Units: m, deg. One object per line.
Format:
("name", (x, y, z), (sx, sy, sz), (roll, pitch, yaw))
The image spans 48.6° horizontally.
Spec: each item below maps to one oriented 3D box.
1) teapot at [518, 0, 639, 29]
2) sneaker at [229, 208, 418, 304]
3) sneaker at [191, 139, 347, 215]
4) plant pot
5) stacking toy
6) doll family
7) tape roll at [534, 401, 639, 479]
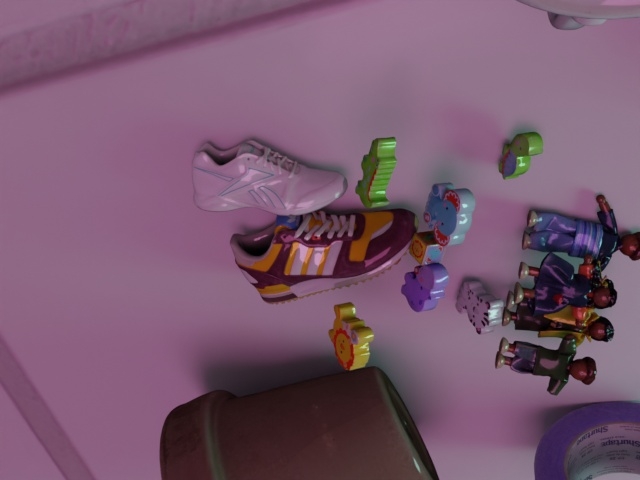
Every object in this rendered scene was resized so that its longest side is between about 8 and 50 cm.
("teapot", (0.170, -0.259, 0.384), (0.252, 0.187, 0.256), (34, 137, -27))
("sneaker", (0.000, 0.000, 0.678), (0.185, 0.070, 0.084), (-23, 121, 21))
("sneaker", (-0.051, -0.060, 0.660), (0.152, 0.054, 0.061), (1, 119, 10))
("plant pot", (-0.007, 0.247, 0.756), (0.229, 0.263, 0.263), (-29, 114, 5))
("stacking toy", (0.103, 0.009, 0.626), (0.166, 0.052, 0.221), (-9, 127, -27))
("doll family", (0.238, 0.053, 0.669), (0.111, 0.076, 0.193), (11, 120, 9))
("tape roll", (0.315, 0.258, 0.715), (0.188, 0.189, 0.080), (-6, 120, 14))
